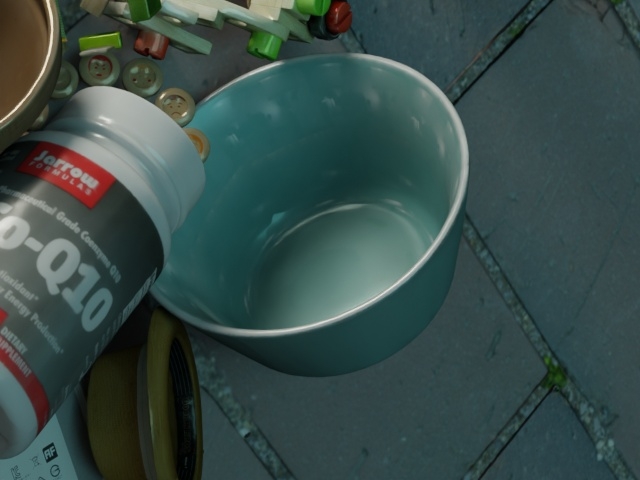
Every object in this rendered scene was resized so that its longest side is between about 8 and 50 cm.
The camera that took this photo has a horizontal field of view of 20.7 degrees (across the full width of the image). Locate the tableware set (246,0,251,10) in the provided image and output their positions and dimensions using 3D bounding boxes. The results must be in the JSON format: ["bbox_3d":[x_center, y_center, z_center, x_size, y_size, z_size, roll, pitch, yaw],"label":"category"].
[{"bbox_3d":[-0.041,-0.280,1.666,0.141,0.020,0.168,-42,116,-27],"label":"tableware set"}]

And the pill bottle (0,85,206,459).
[{"bbox_3d":[-0.218,0.017,1.371,0.161,0.161,0.283,54,51,-26],"label":"pill bottle"}]

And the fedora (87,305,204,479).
[{"bbox_3d":[-0.153,0.153,1.505,0.079,0.194,0.194,-4,97,7],"label":"fedora"}]

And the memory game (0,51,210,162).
[{"bbox_3d":[-0.187,-0.079,1.519,0.186,0.012,0.186,3,76,-11],"label":"memory game"}]

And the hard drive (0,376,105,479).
[{"bbox_3d":[-0.297,0.144,1.445,0.237,0.064,0.339,-31,110,-45],"label":"hard drive"}]

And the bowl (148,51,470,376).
[{"bbox_3d":[0.000,0.000,1.569,0.311,0.312,0.163,-53,143,-22],"label":"bowl"}]

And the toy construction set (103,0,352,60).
[{"bbox_3d":[-0.048,-0.290,1.554,0.327,0.151,0.215,-61,149,2],"label":"toy construction set"}]

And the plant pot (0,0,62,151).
[{"bbox_3d":[-0.318,-0.130,1.382,0.237,0.237,0.109,-49,161,-24],"label":"plant pot"}]

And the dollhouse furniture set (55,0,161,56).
[{"bbox_3d":[-0.212,-0.190,1.468,0.152,0.058,0.076,-8,103,9],"label":"dollhouse furniture set"}]
